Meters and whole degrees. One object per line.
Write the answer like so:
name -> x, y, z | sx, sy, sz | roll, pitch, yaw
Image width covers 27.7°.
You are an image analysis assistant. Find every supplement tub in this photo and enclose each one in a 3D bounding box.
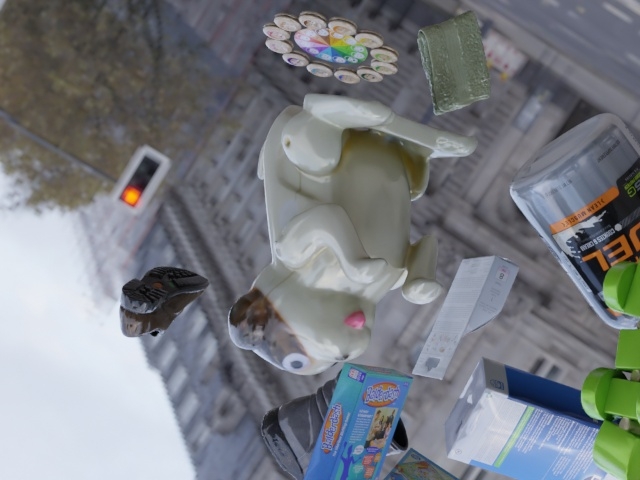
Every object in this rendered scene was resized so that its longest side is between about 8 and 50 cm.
supplement tub -> 0.434, -0.009, 1.876 | 0.316, 0.193, 0.193 | 52, -173, -7

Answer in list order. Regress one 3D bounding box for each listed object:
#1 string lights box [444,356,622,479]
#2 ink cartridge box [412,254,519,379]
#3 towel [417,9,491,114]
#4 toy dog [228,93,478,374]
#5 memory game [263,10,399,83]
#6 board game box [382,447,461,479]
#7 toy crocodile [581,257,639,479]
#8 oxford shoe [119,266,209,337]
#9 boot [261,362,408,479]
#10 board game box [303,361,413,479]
string lights box -> 0.318, 0.271, 1.802 | 0.259, 0.133, 0.077 | 19, -151, -10
ink cartridge box -> 0.253, 0.140, 2.271 | 0.066, 0.232, 0.189 | 22, 173, -10
towel -> 0.212, -0.276, 2.024 | 0.027, 0.110, 0.148 | 38, 147, 59
toy dog -> 0.000, 0.000, 1.960 | 0.395, 0.408, 0.284 | 11, 177, 37
memory game -> 0.013, -0.248, 1.683 | 0.186, 0.012, 0.186 | 14, 165, 4
board game box -> 0.146, 0.334, 1.597 | 0.154, 0.026, 0.103 | 32, -136, 18
toy crocodile -> 0.404, 0.129, 1.573 | 0.105, 0.341, 0.115 | 19, 172, -36
oxford shoe -> -0.259, 0.101, 2.097 | 0.082, 0.096, 0.227 | 24, -159, 22
boot -> 0.066, 0.395, 2.246 | 0.338, 0.222, 0.118 | 55, -152, -10
board game box -> 0.060, 0.302, 2.049 | 0.047, 0.210, 0.160 | 21, -178, 33
